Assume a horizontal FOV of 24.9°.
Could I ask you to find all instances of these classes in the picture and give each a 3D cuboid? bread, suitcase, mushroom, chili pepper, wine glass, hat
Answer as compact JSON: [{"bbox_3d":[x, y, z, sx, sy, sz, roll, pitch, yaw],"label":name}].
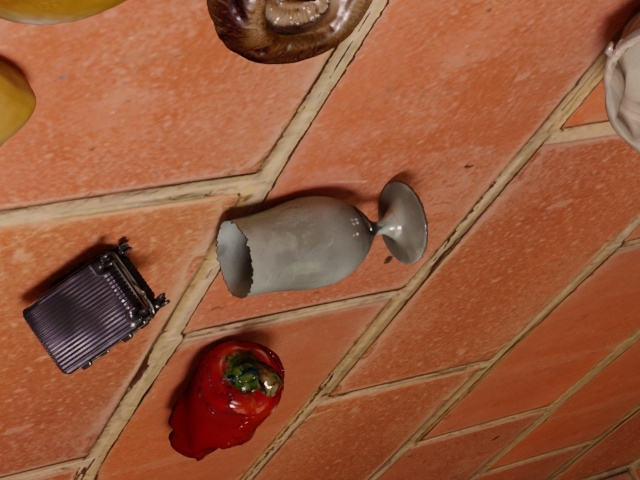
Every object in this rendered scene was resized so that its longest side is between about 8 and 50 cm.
[{"bbox_3d":[-0.259,-0.081,1.037,0.115,0.056,0.082,-25,158,3],"label":"bread"},{"bbox_3d":[-0.214,0.065,1.363,0.126,0.086,0.059,-34,-178,22],"label":"suitcase"},{"bbox_3d":[-0.015,-0.194,1.005,0.135,0.080,0.170,-26,160,-31],"label":"mushroom"},{"bbox_3d":[-0.117,0.199,1.748,0.110,0.110,0.387,-14,160,-24],"label":"chili pepper"},{"bbox_3d":[0.000,0.000,1.429,0.202,0.093,0.093,-14,156,-30],"label":"wine glass"},{"bbox_3d":[0.374,-0.202,1.385,0.226,0.164,0.219,-57,-177,-41],"label":"hat"}]

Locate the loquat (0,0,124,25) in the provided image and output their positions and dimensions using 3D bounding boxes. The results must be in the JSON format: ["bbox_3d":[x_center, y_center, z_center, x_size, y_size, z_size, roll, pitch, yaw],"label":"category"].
[{"bbox_3d":[-0.136,-0.215,0.717,0.179,0.179,0.227,-12,146,-27],"label":"loquat"}]
